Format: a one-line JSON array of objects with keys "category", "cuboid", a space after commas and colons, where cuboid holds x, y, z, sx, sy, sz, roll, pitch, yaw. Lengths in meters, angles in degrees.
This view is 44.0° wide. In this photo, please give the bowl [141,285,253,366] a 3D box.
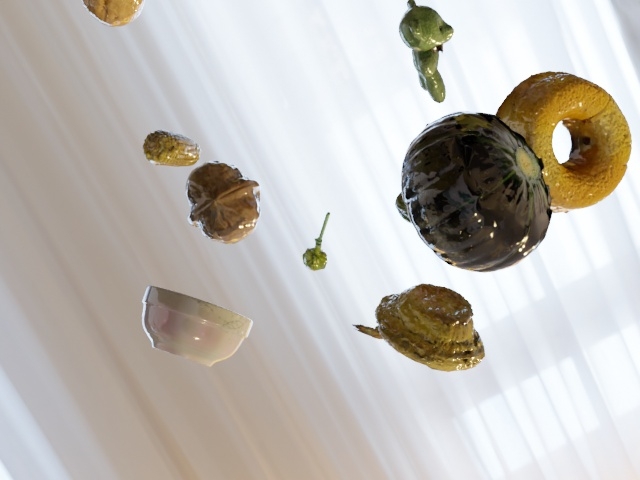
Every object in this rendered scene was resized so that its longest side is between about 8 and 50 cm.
[{"category": "bowl", "cuboid": [-0.326, 0.226, 1.998, 0.287, 0.287, 0.143, -1, -112, 62]}]

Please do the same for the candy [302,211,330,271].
[{"category": "candy", "cuboid": [0.000, 0.000, 1.812, 0.058, 0.062, 0.194, -56, 168, -40]}]

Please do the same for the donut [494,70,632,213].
[{"category": "donut", "cuboid": [0.498, -0.197, 1.605, 0.303, 0.303, 0.110, -29, -165, -11]}]

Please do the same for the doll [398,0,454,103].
[{"category": "doll", "cuboid": [0.160, -0.279, 1.168, 0.077, 0.150, 0.115, -14, -138, 6]}]

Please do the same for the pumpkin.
[{"category": "pumpkin", "cuboid": [0.251, -0.072, 1.409, 0.296, 0.296, 0.296, -25, -167, 6]}]

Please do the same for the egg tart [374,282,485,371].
[{"category": "egg tart", "cuboid": [0.268, 0.188, 1.871, 0.294, 0.123, 0.294, 15, -156, -7]}]

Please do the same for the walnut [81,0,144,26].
[{"category": "walnut", "cuboid": [-0.618, -0.752, 2.377, 0.195, 0.195, 0.221, -38, 172, -40]}]

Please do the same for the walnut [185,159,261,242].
[{"category": "walnut", "cuboid": [-0.294, -0.115, 2.399, 0.227, 0.273, 0.273, -2, -167, -3]}]

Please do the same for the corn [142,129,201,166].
[{"category": "corn", "cuboid": [-0.393, -0.242, 2.113, 0.097, 0.097, 0.262, -24, 176, 14]}]

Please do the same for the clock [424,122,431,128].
[{"category": "clock", "cuboid": [0.293, -0.171, 1.935, 0.063, 0.150, 0.197, 6, -105, 36]}]

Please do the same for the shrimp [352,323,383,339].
[{"category": "shrimp", "cuboid": [0.150, 0.236, 2.275, 0.114, 0.083, 0.023, 14, 176, 5]}]
